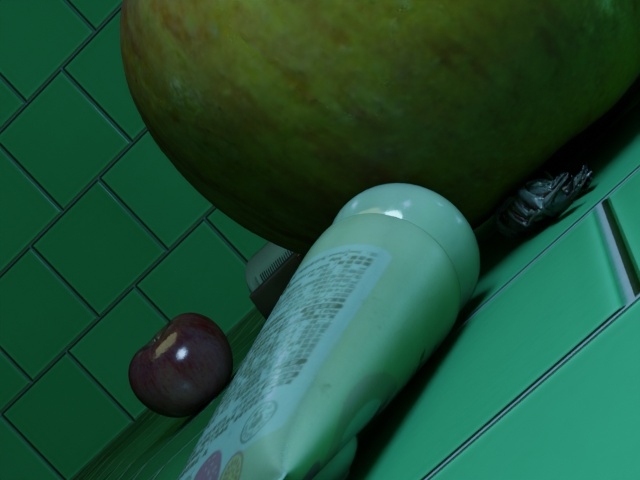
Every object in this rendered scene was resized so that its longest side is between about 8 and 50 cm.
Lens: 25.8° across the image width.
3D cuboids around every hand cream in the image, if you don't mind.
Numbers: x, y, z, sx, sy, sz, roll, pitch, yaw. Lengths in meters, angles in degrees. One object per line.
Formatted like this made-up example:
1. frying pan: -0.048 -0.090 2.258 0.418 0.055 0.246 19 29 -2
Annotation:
1. hand cream: -0.003 0.069 0.721 0.147 0.093 0.306 -44 3 39

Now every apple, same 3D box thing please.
1. apple: -0.192 0.179 1.955 0.153 0.120 0.153 -41 8 7
2. apple: 0.066 -0.168 0.960 0.400 0.334 0.400 -58 -5 -7

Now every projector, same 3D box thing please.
1. projector: 0.000 0.000 2.071 0.108 0.108 0.337 -45 2 -36

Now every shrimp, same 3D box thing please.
1. shrimp: 0.140 -0.026 0.853 0.038 0.029 0.092 -35 3 -27

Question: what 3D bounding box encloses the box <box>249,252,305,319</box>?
1. box: 0.053 -0.004 1.284 0.215 0.086 0.215 -43 2 -18
